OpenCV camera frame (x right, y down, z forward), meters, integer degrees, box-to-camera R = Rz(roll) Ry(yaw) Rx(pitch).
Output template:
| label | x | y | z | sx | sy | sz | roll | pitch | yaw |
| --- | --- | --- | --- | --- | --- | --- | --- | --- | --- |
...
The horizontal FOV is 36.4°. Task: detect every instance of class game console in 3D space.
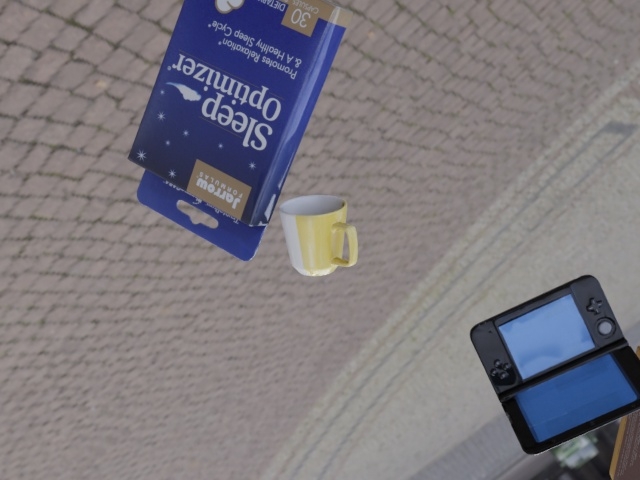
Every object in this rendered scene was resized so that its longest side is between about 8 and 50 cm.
| label | x | y | z | sx | sy | sz | roll | pitch | yaw |
| --- | --- | --- | --- | --- | --- | --- | --- | --- | --- |
| game console | 0.203 | 0.102 | 0.821 | 0.122 | 0.107 | 0.071 | -25 | -177 | 5 |

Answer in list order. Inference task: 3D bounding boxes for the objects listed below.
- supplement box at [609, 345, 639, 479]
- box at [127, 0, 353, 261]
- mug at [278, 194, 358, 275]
| label | x | y | z | sx | sy | sz | roll | pitch | yaw |
| --- | --- | --- | --- | --- | --- | --- | --- | --- | --- |
| supplement box | 0.439 | 0.256 | 1.134 | 0.194 | 0.129 | 0.191 | -85 | 180 | -68 |
| box | -0.076 | -0.107 | 0.803 | 0.036 | 0.136 | 0.225 | -9 | 124 | -63 |
| mug | -0.004 | 0.000 | 0.885 | 0.062 | 0.078 | 0.064 | -6 | 110 | -9 |
